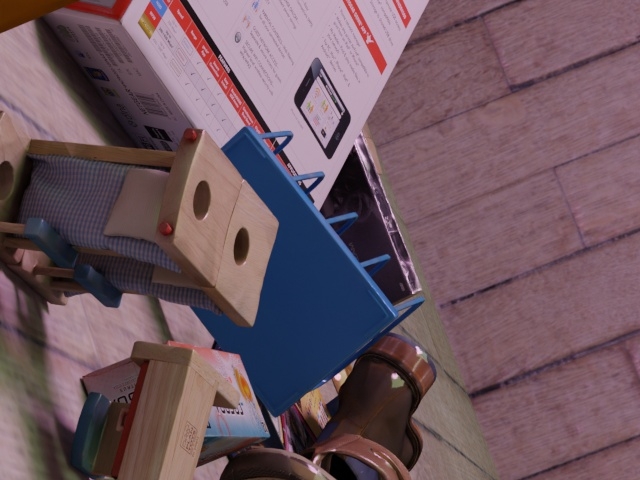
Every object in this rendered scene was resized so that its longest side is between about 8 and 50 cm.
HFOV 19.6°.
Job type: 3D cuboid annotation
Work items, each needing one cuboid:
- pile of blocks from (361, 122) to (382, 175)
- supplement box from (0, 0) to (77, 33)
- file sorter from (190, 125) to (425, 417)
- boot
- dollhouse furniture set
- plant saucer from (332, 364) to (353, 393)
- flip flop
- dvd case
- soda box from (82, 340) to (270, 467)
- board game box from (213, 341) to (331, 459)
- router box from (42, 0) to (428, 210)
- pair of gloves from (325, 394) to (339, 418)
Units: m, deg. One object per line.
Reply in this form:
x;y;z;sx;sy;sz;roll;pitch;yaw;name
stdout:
-0.072;-0.179;1.909;0.362;0.112;0.149;57;26;-25;pile of blocks
-0.171;-0.223;0.949;0.129;0.191;0.194;20;50;-80;supplement box
-0.025;0.018;1.340;0.170;0.118;0.104;52;19;8;file sorter
0.025;0.163;1.444;0.082;0.106;0.219;31;-30;15;boot
-0.119;0.043;0.972;0.129;0.129;0.184;53;46;-61;dollhouse furniture set
0.027;0.148;1.978;0.083;0.015;0.083;-22;90;-82;plant saucer
0.027;0.180;1.302;0.277;0.112;0.080;26;65;-49;flip flop
0.000;0.000;1.674;0.221;0.018;0.165;-31;-102;56;dvd case
-0.085;0.104;1.142;0.183;0.058;0.063;29;39;-77;soda box
-0.033;0.144;1.461;0.243;0.042;0.165;-78;145;-77;board game box
-0.050;-0.192;1.466;0.301;0.082;0.335;-62;147;-22;router box
0.000;0.123;1.605;0.198;0.023;0.159;65;-21;-8;pair of gloves
